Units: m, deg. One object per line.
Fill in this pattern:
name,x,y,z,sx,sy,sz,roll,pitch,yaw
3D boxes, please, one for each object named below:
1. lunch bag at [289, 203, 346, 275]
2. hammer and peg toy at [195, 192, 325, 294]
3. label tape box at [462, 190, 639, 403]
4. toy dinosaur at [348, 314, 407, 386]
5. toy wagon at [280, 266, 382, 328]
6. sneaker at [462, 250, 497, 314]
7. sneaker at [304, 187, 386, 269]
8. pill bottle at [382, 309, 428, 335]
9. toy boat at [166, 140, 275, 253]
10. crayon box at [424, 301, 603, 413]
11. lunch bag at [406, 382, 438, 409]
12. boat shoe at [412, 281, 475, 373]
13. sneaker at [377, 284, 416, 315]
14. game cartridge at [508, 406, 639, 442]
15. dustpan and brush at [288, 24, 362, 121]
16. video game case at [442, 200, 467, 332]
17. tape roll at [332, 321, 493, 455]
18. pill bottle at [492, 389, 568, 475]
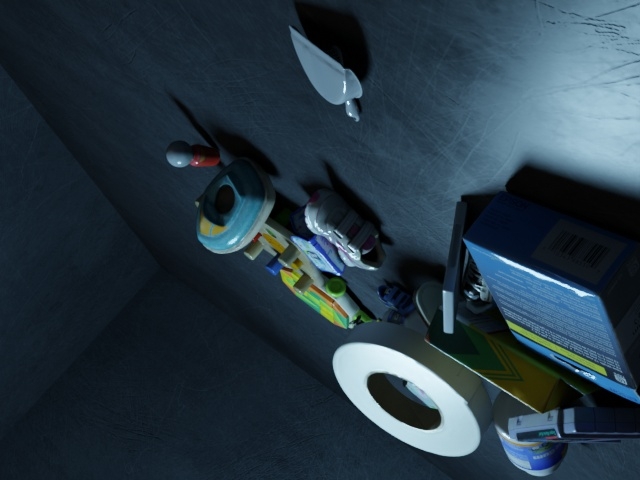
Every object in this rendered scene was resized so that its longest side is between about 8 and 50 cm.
lunch bag,0.000,0.000,2.018,0.129,0.096,0.151,49,-169,-32
hammer and peg toy,-0.147,-0.020,2.337,0.361,0.127,0.266,34,165,25
label tape box,0.402,0.098,1.402,0.249,0.115,0.347,26,162,43
toy dinosaur,0.146,0.276,2.172,0.313,0.121,0.160,8,132,55
toy wagon,0.029,0.167,2.536,0.344,0.068,0.267,37,164,16
sneaker,0.297,0.064,1.600,0.085,0.086,0.237,34,162,28
sneaker,0.066,-0.022,1.905,0.111,0.103,0.252,21,163,48
pill bottle,0.213,0.205,2.190,0.078,0.078,0.137,46,163,-16
toy boat,-0.260,-0.124,2.162,0.148,0.267,0.318,1,-135,-48
crayon box,0.381,0.224,1.661,0.318,0.081,0.202,31,-162,33
lunch bag,0.303,0.362,2.346,0.224,0.108,0.279,37,163,33
boat shoe,0.302,0.202,1.918,0.305,0.109,0.091,42,160,-17
sneaker,0.186,0.142,2.131,0.059,0.053,0.144,50,161,-24
game cartridge,0.521,0.360,1.697,0.230,0.068,0.355,-2,166,-7
dustpan and brush,0.028,-0.257,1.440,0.147,0.060,0.211,44,162,33
video game case,0.238,0.051,1.557,0.022,0.173,0.190,7,154,13
tape roll,0.208,0.344,2.012,0.392,0.072,0.392,27,147,20
pill bottle,0.496,0.450,2.051,0.152,0.152,0.272,29,161,36
